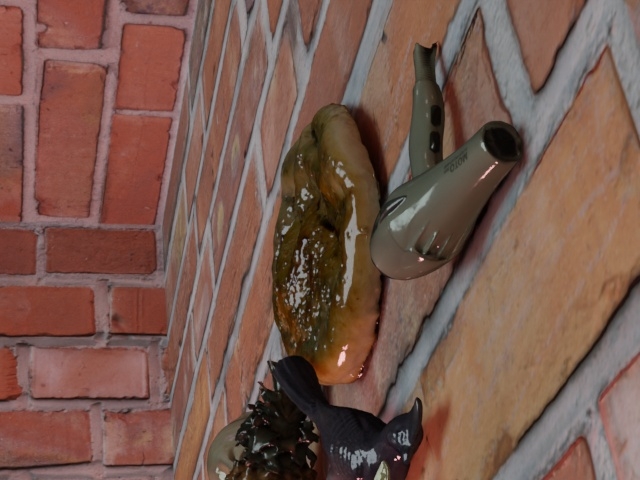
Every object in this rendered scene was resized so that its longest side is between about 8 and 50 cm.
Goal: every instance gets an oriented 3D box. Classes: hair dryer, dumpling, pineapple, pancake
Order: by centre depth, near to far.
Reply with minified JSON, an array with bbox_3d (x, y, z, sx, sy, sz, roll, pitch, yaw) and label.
[{"bbox_3d":[0.124,-0.104,1.168,0.229,0.092,0.267,154,126,-67],"label":"hair dryer"},{"bbox_3d":[0.000,0.001,1.635,0.387,0.082,0.387,-176,90,-71],"label":"pancake"},{"bbox_3d":[-0.062,0.307,1.759,0.169,0.169,0.340,-133,53,-72],"label":"pineapple"},{"bbox_3d":[-0.102,0.379,1.990,0.252,0.131,0.179,-106,-10,-73],"label":"dumpling"}]

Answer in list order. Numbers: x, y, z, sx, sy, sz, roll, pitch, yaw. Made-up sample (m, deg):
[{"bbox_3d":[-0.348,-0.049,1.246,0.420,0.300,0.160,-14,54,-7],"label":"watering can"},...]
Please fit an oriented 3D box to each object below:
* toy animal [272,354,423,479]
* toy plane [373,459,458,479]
[{"bbox_3d":[0.040,0.252,1.410,0.367,0.081,0.206,-174,80,-67],"label":"toy animal"},{"bbox_3d":[0.078,0.352,1.209,0.242,0.104,0.256,-53,34,28],"label":"toy plane"}]
